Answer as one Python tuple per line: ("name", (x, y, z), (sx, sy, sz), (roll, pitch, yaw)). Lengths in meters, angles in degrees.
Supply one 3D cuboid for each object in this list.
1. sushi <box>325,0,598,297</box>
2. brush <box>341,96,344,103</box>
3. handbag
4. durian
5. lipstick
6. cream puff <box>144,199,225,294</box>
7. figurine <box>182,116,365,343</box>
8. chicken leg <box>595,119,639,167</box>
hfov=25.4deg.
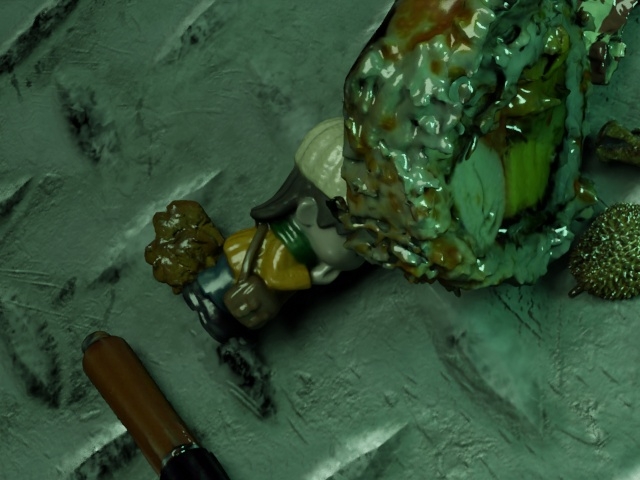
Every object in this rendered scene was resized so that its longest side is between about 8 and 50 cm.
("sushi", (0.176, -0.128, 1.506), (0.175, 0.417, 0.418), (14, 73, 33))
("brush", (0.163, -0.264, 1.836), (0.314, 0.017, 0.090), (-43, 53, 4))
("handbag", (0.279, -0.297, 1.713), (0.235, 0.127, 0.213), (21, 78, 25))
("durian", (0.318, 0.010, 1.553), (0.140, 0.071, 0.110), (-41, 50, 13))
("lipstick", (-0.187, 0.247, 1.732), (0.077, 0.077, 0.418), (-46, 49, 2))
("cream puff", (-0.178, 0.005, 1.848), (0.116, 0.094, 0.122), (3, 62, 30))
("figurine", (-0.021, -0.022, 1.710), (0.332, 0.185, 0.205), (-22, 90, 15))
("chicken leg", (0.398, -0.096, 1.564), (0.196, 0.080, 0.125), (-14, 48, 34))
